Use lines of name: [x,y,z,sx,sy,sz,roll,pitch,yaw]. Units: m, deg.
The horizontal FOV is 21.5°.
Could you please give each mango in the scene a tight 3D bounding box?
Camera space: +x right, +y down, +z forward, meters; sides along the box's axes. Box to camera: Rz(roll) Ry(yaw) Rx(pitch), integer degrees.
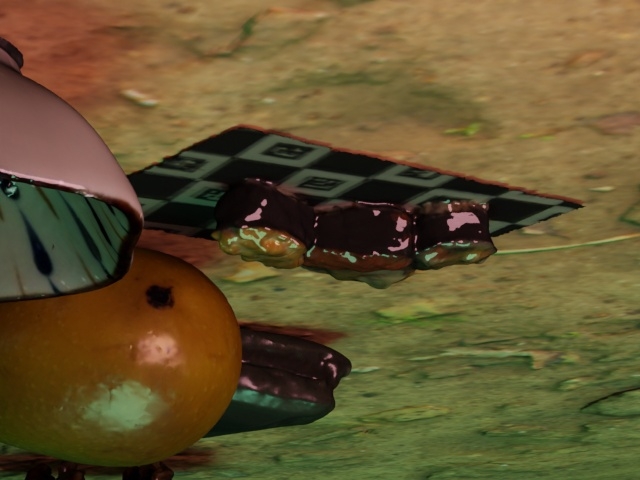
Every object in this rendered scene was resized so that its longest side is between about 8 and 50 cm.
mango: [-0.124,0.059,0.824,0.136,0.099,0.227,13,167,-29]

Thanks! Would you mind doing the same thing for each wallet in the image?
wallet: [-0.108,0.095,1.044,0.168,0.052,0.245,11,162,-28]

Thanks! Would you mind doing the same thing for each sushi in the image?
sushi: [0.000,0.000,0.739,0.201,0.031,0.139,10,161,-36]

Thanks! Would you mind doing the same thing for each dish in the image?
dish: [-0.148,-0.030,0.554,0.191,0.066,0.190,0,163,0]

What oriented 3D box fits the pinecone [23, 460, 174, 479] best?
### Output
pinecone: [-0.195,0.302,1.404,0.257,0.243,0.243,-10,163,10]
